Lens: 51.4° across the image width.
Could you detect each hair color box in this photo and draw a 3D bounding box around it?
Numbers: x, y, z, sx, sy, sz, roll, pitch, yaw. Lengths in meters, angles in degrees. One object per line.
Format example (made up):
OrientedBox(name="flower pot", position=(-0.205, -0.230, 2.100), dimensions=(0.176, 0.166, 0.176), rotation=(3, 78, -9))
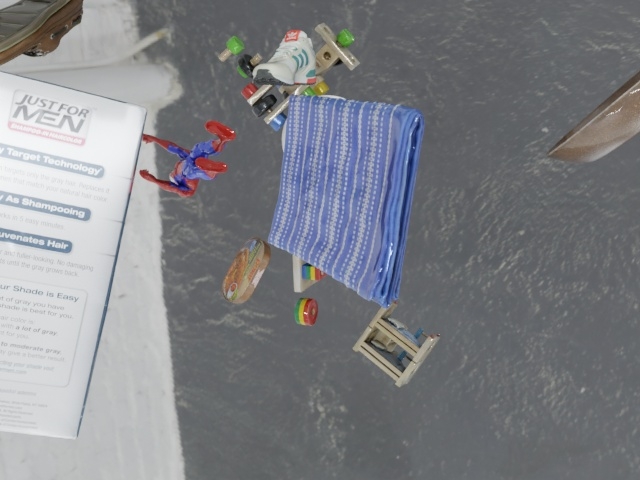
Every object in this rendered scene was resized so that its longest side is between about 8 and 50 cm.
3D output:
OrientedBox(name="hair color box", position=(-0.299, 0.013, 0.682), dimensions=(0.105, 0.174, 0.346), rotation=(-149, 72, -72))

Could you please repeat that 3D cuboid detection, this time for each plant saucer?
OrientedBox(name="plant saucer", position=(0.404, -0.191, 0.784), dimensions=(0.050, 0.311, 0.310), rotation=(49, 128, 6))

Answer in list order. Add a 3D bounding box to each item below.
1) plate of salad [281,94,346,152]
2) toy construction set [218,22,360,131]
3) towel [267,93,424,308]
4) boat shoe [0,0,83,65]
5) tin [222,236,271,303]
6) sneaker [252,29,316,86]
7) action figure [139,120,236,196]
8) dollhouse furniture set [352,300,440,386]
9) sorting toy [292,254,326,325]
OrientedBox(name="plate of salad", position=(0.015, -0.197, 1.366), dimensions=(0.200, 0.048, 0.199), rotation=(5, 116, 11))
OrientedBox(name="toy construction set", position=(-0.014, -0.338, 1.459), dimensions=(0.237, 0.258, 0.308), rotation=(-35, 71, 25))
OrientedBox(name="towel", position=(0.016, -0.070, 0.902), dimensions=(0.336, 0.040, 0.243), rotation=(26, 111, 58))
OrientedBox(name="boat shoe", position=(-0.552, -0.405, 1.285), dimensions=(0.111, 0.307, 0.104), rotation=(16, 139, 15))
OrientedBox(name="tin", position=(-0.199, 0.083, 1.801), dimensions=(0.106, 0.040, 0.189), rotation=(27, 88, 52))
OrientedBox(name="sneaker", position=(-0.049, -0.253, 0.918), dimensions=(0.057, 0.161, 0.075), rotation=(7, 106, 20))
OrientedBox(name="action figure", position=(-0.242, -0.137, 1.095), dimensions=(0.280, 0.139, 0.091), rotation=(163, 123, -68))
OrientedBox(name="dollhouse furniture set", position=(0.185, 0.219, 1.455), dimensions=(0.129, 0.184, 0.128), rotation=(38, 100, 22))
OrientedBox(name="sorting toy", position=(0.000, 0.000, 1.131), dimensions=(0.047, 0.132, 0.274), rotation=(3, 104, 23))
